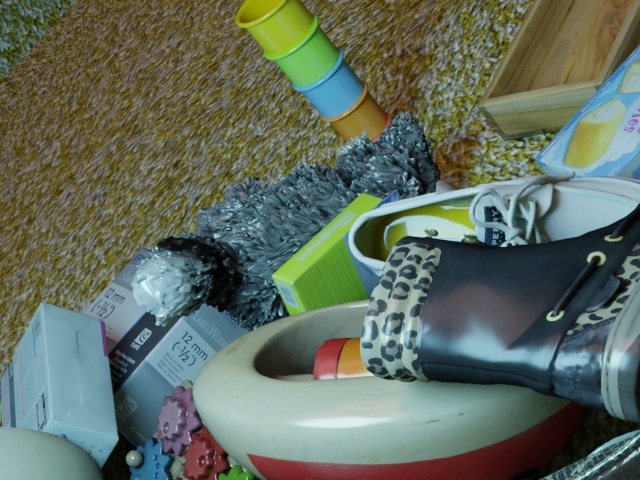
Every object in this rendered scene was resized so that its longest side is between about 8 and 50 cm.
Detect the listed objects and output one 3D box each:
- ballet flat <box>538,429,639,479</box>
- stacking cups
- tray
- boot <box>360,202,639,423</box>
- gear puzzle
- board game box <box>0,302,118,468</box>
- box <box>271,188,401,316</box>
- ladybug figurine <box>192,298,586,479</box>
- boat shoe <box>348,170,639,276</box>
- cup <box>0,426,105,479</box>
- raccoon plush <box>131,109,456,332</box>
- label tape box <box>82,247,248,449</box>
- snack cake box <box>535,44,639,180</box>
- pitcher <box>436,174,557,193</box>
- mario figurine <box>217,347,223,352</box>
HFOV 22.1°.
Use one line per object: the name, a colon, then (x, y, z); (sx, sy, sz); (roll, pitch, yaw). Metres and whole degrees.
ballet flat: (0.336, 0.208, 1.472); (0.483, 0.164, 0.182); (-26, 12, 29)
stacking cups: (0.009, -0.215, 2.255); (0.096, 0.316, 0.096); (-27, 33, 20)
tray: (0.381, -0.314, 2.190); (0.203, 0.076, 0.411); (-7, 45, 46)
boot: (0.227, 0.030, 1.551); (0.284, 0.138, 0.377); (2, 35, 27)
gear puzzle: (-0.138, 0.319, 1.901); (0.175, 0.044, 0.339); (-60, 41, 17)
board game box: (-0.373, 0.270, 2.136); (0.303, 0.098, 0.224); (-57, 29, 30)
box: (0.033, 0.028, 1.894); (0.178, 0.109, 0.042); (-42, 40, -24)
ladybug figurine: (0.084, 0.169, 1.699); (0.449, 0.161, 0.305); (-5, 20, 28)
boat shoe: (0.199, -0.011, 1.740); (0.367, 0.156, 0.135); (0, 86, 24)
cup: (-0.388, 0.416, 1.927); (0.331, 0.331, 0.237); (-36, 46, 11)
raccoon plush: (0.000, 0.000, 2.019); (0.299, 0.216, 0.446); (-29, 8, 23)
label tape box: (-0.211, 0.108, 2.298); (0.347, 0.115, 0.249); (-50, 30, -12)
snack cake box: (0.400, -0.145, 1.919); (0.264, 0.089, 0.152); (-47, 28, -9)
pitcher: (0.213, 0.006, 1.878); (0.207, 0.125, 0.177); (2, 50, 32)
mario figurine: (-0.006, 0.136, 1.939); (0.321, 0.170, 0.198); (-20, 0, 21)
